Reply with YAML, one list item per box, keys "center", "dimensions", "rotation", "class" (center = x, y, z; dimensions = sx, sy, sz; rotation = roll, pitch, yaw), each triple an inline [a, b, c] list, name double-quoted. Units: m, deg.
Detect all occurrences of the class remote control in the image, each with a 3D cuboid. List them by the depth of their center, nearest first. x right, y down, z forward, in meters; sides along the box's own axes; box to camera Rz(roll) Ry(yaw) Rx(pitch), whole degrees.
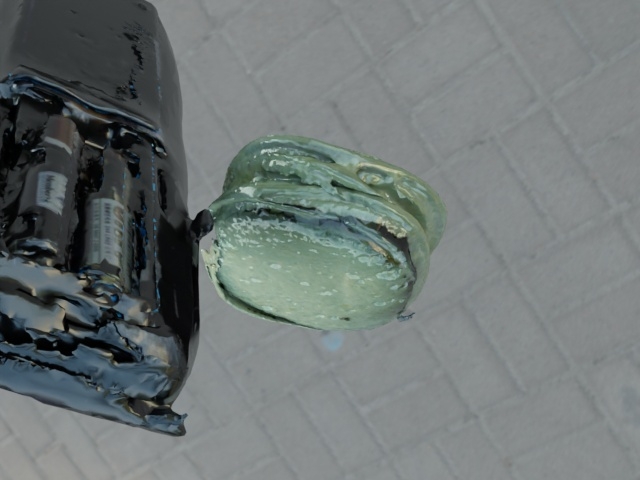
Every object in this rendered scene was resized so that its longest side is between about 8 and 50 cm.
- center: [-0.133, -0.059, 0.601]
  dimensions: [0.144, 0.399, 0.062]
  rotation: [21, 117, -24]
  class: "remote control"

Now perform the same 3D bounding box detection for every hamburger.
- center: [0.000, 0.000, 0.615]
  dimensions: [0.133, 0.062, 0.140]
  rotation: [20, 150, -11]
  class: "hamburger"
